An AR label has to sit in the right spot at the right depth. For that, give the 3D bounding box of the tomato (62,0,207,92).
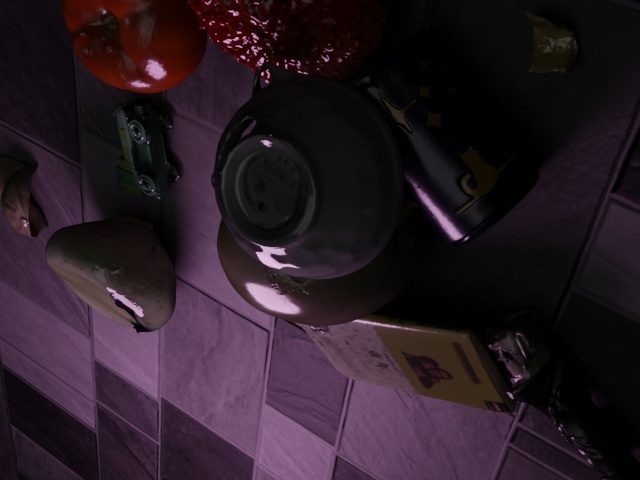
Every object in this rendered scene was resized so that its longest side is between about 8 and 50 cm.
[{"bbox_3d":[-0.291,-0.369,1.376,0.259,0.180,0.260,18,127,26],"label":"tomato"}]

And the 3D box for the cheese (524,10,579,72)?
[{"bbox_3d":[0.290,-0.255,1.080,0.060,0.041,0.084,11,135,42],"label":"cheese"}]

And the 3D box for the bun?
[{"bbox_3d":[-0.402,0.048,1.747,0.293,0.187,0.293,28,155,14],"label":"bun"}]

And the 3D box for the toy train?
[{"bbox_3d":[-0.338,-0.174,1.615,0.132,0.083,0.200,20,127,32],"label":"toy train"}]

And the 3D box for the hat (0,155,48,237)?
[{"bbox_3d":[-0.713,-0.096,1.947,0.173,0.144,0.166,7,122,9],"label":"hat"}]

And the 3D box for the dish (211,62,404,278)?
[{"bbox_3d":[-0.042,-0.075,1.103,0.303,0.120,0.303,8,106,28],"label":"dish"}]

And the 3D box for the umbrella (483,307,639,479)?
[{"bbox_3d":[0.376,0.266,1.305,0.106,0.113,0.358,-37,92,24],"label":"umbrella"}]

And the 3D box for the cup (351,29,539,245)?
[{"bbox_3d":[0.132,-0.108,1.188,0.255,0.178,0.256,-41,90,25],"label":"cup"}]

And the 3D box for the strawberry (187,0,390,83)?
[{"bbox_3d":[-0.044,-0.337,1.149,0.312,0.267,0.351,42,157,33],"label":"strawberry"}]

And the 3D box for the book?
[{"bbox_3d":[0.131,0.192,1.439,0.352,0.035,0.239,7,146,37],"label":"book"}]

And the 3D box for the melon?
[{"bbox_3d":[0.000,0.000,1.322,0.330,0.268,0.268,2,119,30],"label":"melon"}]
